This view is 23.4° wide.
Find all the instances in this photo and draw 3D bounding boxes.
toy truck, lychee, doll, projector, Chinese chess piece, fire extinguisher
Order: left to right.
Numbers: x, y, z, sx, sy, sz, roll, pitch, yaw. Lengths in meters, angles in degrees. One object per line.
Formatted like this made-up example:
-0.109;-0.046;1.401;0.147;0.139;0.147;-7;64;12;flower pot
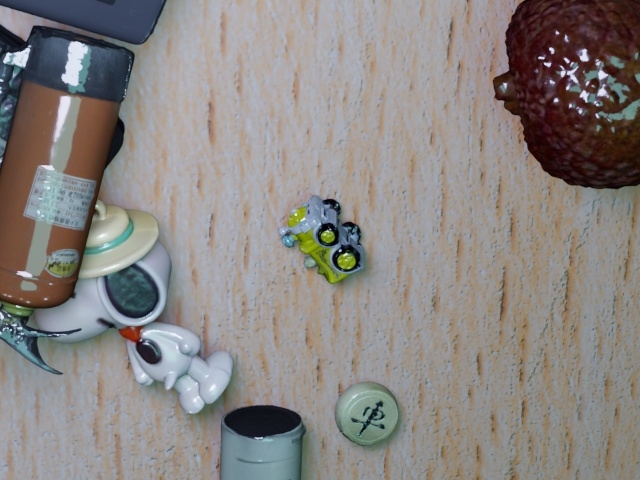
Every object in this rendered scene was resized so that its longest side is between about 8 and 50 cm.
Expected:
-0.333;-0.049;1.698;0.200;0.113;0.376;14;98;2;fire extinguisher
-0.207;0.077;1.854;0.271;0.144;0.208;28;121;-17;doll
-0.079;0.382;1.990;0.108;0.108;0.337;-2;108;-13;projector
0.000;0.000;1.905;0.077;0.076;0.111;-33;113;21;toy truck
0.060;0.224;2.009;0.084;0.034;0.084;-4;108;-13;Chinese chess piece
0.333;-0.189;1.817;0.260;0.260;0.260;-4;109;-12;lychee

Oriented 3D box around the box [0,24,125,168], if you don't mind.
-0.408;-0.104;1.764;0.290;0.073;0.289;37;97;-21;box

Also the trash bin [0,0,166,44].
-0.300;-0.340;1.659;0.290;0.182;0.209;17;103;-24;trash bin

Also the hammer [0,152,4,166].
-0.407;-0.148;1.703;0.062;0.017;0.182;-29;110;-2;hammer
